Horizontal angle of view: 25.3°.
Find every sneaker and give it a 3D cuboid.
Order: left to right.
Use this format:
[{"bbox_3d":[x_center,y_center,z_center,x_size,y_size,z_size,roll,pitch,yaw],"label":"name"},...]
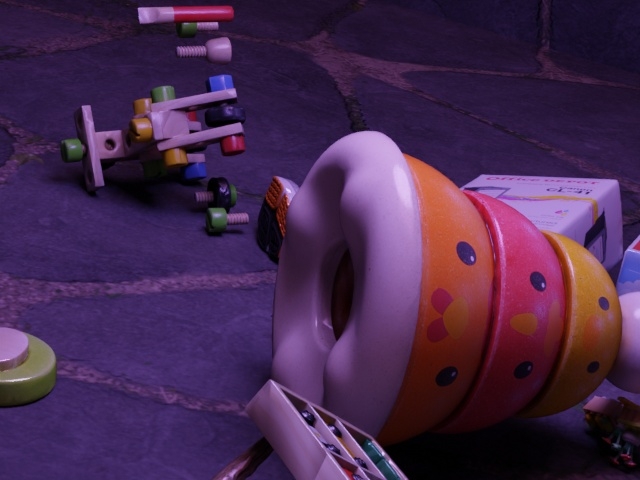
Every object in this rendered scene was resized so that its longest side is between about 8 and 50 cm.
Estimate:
[{"bbox_3d":[0.000,0.000,1.993,0.121,0.099,0.262,7,29,-29],"label":"sneaker"}]

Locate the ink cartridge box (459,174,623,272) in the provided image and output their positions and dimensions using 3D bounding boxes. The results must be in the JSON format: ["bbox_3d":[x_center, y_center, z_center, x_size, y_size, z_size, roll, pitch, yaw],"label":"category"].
[{"bbox_3d":[0.269,0.004,1.984,0.226,0.131,0.306,4,18,27],"label":"ink cartridge box"}]

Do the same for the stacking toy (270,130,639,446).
[{"bbox_3d":[0.209,0.080,1.565,0.480,0.350,0.350,7,22,-20],"label":"stacking toy"}]

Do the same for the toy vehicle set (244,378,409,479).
[{"bbox_3d":[0.058,0.235,1.179,0.166,0.035,0.267,35,9,-48],"label":"toy vehicle set"}]

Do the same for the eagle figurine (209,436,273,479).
[{"bbox_3d":[-0.020,0.319,1.131,0.226,0.225,0.298,-40,79,-13],"label":"eagle figurine"}]

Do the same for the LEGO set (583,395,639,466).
[{"bbox_3d":[0.402,0.256,1.587,0.287,0.107,0.132,19,-12,30],"label":"LEGO set"}]

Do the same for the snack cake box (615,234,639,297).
[{"bbox_3d":[0.579,0.070,2.086,0.264,0.089,0.152,20,25,20],"label":"snack cake box"}]

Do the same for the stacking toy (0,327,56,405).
[{"bbox_3d":[-0.437,0.081,1.516,0.309,0.130,0.280,28,28,34],"label":"stacking toy"}]

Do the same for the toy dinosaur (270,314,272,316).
[{"bbox_3d":[0.114,0.087,1.783,0.314,0.121,0.160,-8,35,-33],"label":"toy dinosaur"}]

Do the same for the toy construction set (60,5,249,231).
[{"bbox_3d":[-0.249,-0.188,2.068,0.237,0.308,0.257,-4,18,-22],"label":"toy construction set"}]
